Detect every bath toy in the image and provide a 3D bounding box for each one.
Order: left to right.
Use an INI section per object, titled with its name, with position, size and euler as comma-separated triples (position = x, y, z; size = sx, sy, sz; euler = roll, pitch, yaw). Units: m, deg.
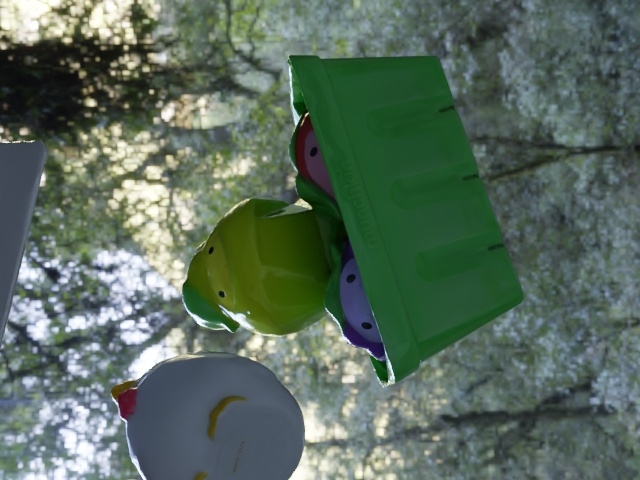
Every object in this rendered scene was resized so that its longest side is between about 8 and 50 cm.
[bath toy]
position = -0.132, 0.224, 0.550
size = 0.129, 0.151, 0.348
euler = 21, 88, 50

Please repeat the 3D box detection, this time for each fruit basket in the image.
[fruit basket]
position = 0.000, 0.000, 1.021
size = 0.283, 0.392, 0.392
euler = 91, 178, -79

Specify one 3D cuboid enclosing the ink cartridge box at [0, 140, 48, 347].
[ink cartridge box]
position = -0.362, 0.006, 0.582
size = 0.119, 0.353, 0.207
euler = 28, -112, -57
